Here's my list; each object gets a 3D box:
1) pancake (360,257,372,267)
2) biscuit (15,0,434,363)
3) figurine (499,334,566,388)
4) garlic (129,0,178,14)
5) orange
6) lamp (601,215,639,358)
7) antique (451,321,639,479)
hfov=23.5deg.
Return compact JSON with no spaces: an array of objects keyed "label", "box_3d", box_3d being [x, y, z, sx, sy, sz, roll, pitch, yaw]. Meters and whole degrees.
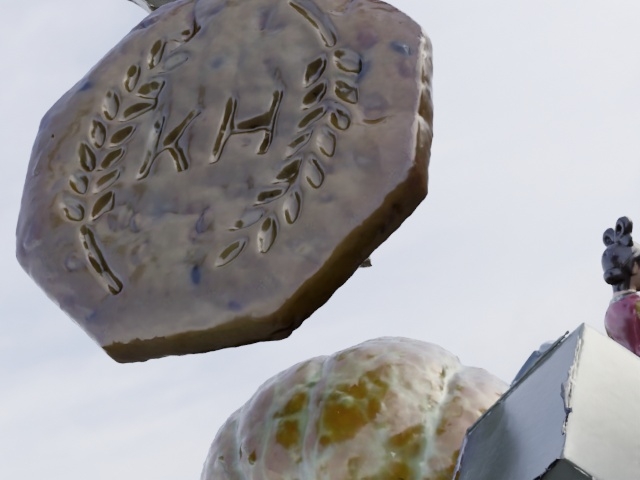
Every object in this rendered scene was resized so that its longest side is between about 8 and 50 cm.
[{"label":"pancake","box_3d":[-0.001,0.001,2.003,0.025,0.151,0.151,-62,-6,-18]},{"label":"biscuit","box_3d":[-0.078,-0.067,1.160,0.359,0.359,0.046,-26,-42,10]},{"label":"figurine","box_3d":[0.193,0.189,1.555,0.265,0.140,0.193,-12,6,36]},{"label":"garlic","box_3d":[-0.202,-0.386,1.890,0.178,0.229,0.143,-58,-4,-9]},{"label":"orange","box_3d":[0.057,0.236,1.261,0.329,0.329,0.249,-29,7,21]},{"label":"lamp","box_3d":[0.293,0.109,1.302,0.118,0.253,0.118,-3,-18,-1]},{"label":"antique","box_3d":[0.178,0.172,1.021,0.147,0.148,0.152,-50,11,36]}]
